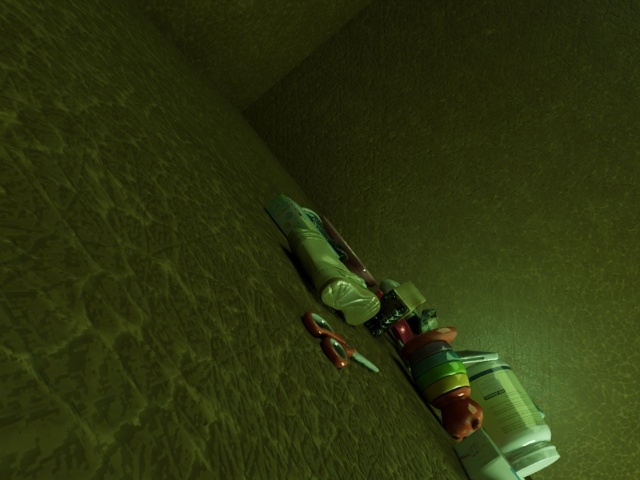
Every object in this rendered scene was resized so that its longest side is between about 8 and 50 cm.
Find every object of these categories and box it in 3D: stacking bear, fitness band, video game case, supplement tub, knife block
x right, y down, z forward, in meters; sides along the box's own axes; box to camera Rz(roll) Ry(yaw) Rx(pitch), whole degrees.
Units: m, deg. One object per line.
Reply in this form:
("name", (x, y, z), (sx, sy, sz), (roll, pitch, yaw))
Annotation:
("stacking bear", (0.362, 0.418, 1.353), (0.164, 0.175, 0.289), (9, 45, -39))
("fitness band", (0.263, 0.297, 1.712), (0.209, 0.054, 0.291), (53, -5, 38))
("video game case", (0.457, 0.394, 1.584), (0.212, 0.193, 0.023), (128, -44, -76))
("supplement tub", (0.577, 0.575, 1.508), (0.235, 0.235, 0.325), (45, 16, -50))
("knife block", (0.238, 0.191, 1.425), (0.088, 0.275, 0.242), (52, -25, 13))

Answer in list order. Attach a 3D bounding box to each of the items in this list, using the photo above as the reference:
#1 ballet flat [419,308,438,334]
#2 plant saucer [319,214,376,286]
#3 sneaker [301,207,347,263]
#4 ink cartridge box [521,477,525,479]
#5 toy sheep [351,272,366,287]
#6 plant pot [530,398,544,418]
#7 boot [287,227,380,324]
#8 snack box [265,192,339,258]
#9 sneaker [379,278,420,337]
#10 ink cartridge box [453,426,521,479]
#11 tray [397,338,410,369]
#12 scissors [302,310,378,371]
("ballet flat", (0.397, 0.295, 1.712), (0.070, 0.070, 0.188), (51, 21, -5))
("plant saucer", (0.082, 0.056, 1.783), (0.332, 0.084, 0.332), (51, 1, -1))
("sneaker", (0.002, -0.001, 1.518), (0.226, 0.086, 0.163), (49, 2, -34))
("ink cartridge box", (0.633, 0.779, 1.655), (0.109, 0.062, 0.209), (49, 5, -24))
("toy sheep", (0.086, 0.136, 1.298), (0.091, 0.091, 0.132), (45, 11, -52))
("plant pot", (0.661, 0.656, 1.865), (0.252, 0.248, 0.247), (33, 9, -13))
("boot", (0.031, 0.087, 1.124), (0.262, 0.095, 0.203), (38, 12, -52))
("snack box", (-0.047, -0.020, 1.310), (0.207, 0.070, 0.174), (53, 6, 15))
("sneaker", (0.315, 0.255, 1.773), (0.262, 0.099, 0.121), (56, -1, 11))
("ink cartridge box", (0.398, 0.536, 1.137), (0.092, 0.090, 0.143), (51, 4, -6))
("tray", (0.350, 0.461, 1.617), (0.270, 0.030, 0.145), (49, 6, -27))
("scissors", (0.047, 0.193, 0.870), (0.109, 0.021, 0.297), (51, 6, 26))
